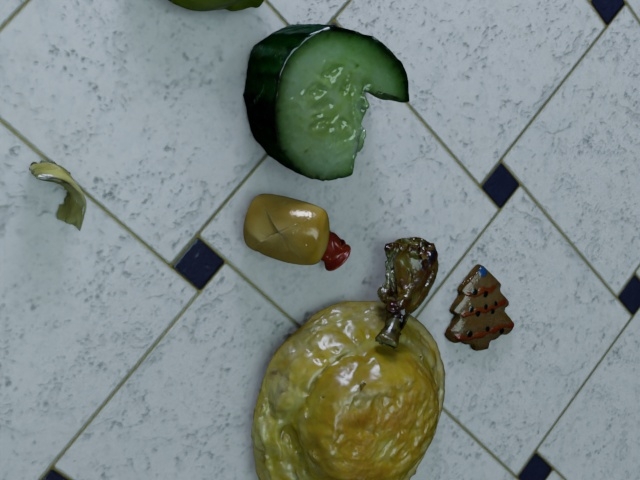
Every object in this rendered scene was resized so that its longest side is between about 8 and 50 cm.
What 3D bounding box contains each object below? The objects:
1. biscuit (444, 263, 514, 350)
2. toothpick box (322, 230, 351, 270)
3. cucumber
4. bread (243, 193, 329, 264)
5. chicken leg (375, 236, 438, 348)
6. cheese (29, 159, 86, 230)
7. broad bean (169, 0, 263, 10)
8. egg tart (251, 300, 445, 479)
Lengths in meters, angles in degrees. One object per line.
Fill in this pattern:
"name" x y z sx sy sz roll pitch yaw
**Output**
"biscuit" 0.237 0.100 1.260 0.119 0.019 0.130 -9 101 -24
"toothpick box" 0.000 0.000 1.121 0.083 0.047 0.047 43 79 -25
"cucumber" -0.004 -0.178 1.053 0.191 0.130 0.191 -5 103 -22
"bread" -0.047 -0.014 1.062 0.056 0.115 0.082 -11 119 -65
"chicken leg" 0.107 0.063 1.138 0.093 0.070 0.178 39 55 -27
"cheese" -0.294 -0.055 0.974 0.041 0.060 0.084 -33 117 -18
"broad bean" -0.132 -0.333 1.000 0.174 0.082 0.124 -1 98 -15
"egg tart" 0.058 0.239 1.139 0.319 0.128 0.319 -5 100 -27
